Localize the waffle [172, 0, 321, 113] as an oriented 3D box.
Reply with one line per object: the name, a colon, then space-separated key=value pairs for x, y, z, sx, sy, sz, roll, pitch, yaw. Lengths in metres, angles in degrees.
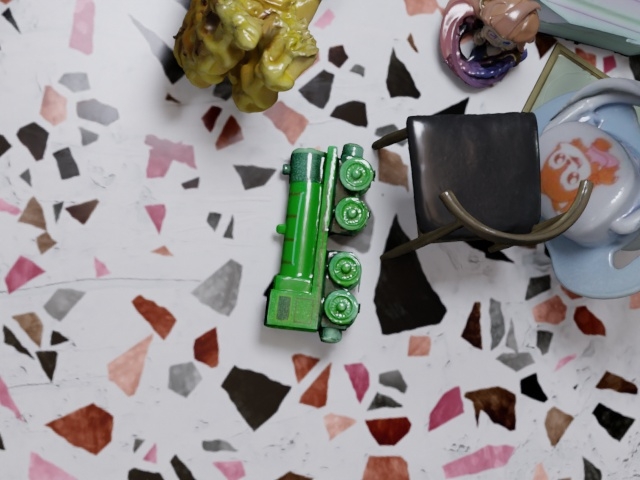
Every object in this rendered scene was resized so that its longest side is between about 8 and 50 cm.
waffle: x=-0.055 y=-0.319 z=1.483 sx=0.151 sy=0.261 sz=0.324 roll=27 pitch=82 yaw=-20

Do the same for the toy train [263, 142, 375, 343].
toy train: x=0.000 y=0.000 z=1.573 sx=0.119 sy=0.085 sz=0.251 roll=6 pitch=81 yaw=0

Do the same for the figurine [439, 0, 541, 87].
figurine: x=0.225 y=-0.278 z=1.627 sx=0.126 sy=0.157 sz=0.114 roll=29 pitch=58 yaw=-7

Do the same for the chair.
chair: x=0.186 y=-0.069 z=1.528 sx=0.188 sy=0.272 sz=0.166 roll=-4 pitch=88 yaw=-17

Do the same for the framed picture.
framed picture: x=0.373 y=-0.160 z=1.725 sx=0.200 sy=0.010 sz=0.136 roll=31 pitch=78 yaw=-12

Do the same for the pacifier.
pacifier: x=0.379 y=-0.058 z=1.626 sx=0.244 sy=0.233 sz=0.299 roll=-40 pitch=55 yaw=13

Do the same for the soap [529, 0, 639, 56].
soap: x=0.378 y=-0.328 z=1.698 sx=0.230 sy=0.091 sz=0.145 roll=16 pitch=79 yaw=-14
